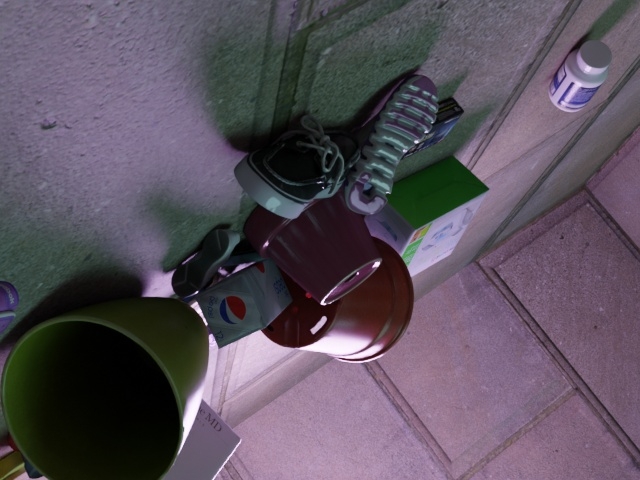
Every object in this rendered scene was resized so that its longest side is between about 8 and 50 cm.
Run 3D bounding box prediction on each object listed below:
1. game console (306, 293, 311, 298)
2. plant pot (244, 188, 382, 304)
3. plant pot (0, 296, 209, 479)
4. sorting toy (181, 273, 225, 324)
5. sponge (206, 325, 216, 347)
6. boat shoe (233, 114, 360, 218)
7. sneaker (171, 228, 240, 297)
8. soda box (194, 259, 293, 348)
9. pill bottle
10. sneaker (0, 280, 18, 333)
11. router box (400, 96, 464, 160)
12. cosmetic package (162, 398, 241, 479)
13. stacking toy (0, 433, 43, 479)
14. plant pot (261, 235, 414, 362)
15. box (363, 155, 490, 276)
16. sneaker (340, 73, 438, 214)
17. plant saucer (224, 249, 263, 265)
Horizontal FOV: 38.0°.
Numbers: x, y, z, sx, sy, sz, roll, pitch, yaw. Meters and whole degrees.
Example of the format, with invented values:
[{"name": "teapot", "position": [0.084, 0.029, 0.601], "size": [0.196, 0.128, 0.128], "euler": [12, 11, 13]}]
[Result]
[{"name": "game console", "position": [0.065, 0.092, 2.315], "size": [0.342, 0.060, 0.386], "euler": [-30, 165, -29]}, {"name": "plant pot", "position": [0.000, 0.000, 1.563], "size": [0.201, 0.180, 0.201], "euler": [-34, 167, -9]}, {"name": "plant pot", "position": [-0.283, 0.194, 1.410], "size": [0.275, 0.275, 0.293], "euler": [-42, -178, 21]}, {"name": "sorting toy", "position": [-0.249, 0.144, 1.739], "size": [0.208, 0.038, 0.193], "euler": [-42, 167, -1]}, {"name": "sponge", "position": [-0.183, 0.169, 1.991], "size": [0.210, 0.031, 0.117], "euler": [-31, 165, -25]}, {"name": "boat shoe", "position": [-0.016, -0.109, 1.305], "size": [0.105, 0.113, 0.306], "euler": [-49, 166, 20]}, {"name": "sneaker", "position": [-0.181, 0.038, 1.502], "size": [0.152, 0.054, 0.061], "euler": [-44, 168, 24]}, {"name": "soda box", "position": [-0.125, 0.099, 1.599], "size": [0.091, 0.098, 0.286], "euler": [-25, -179, 8]}, {"name": "pill bottle", "position": [0.559, -0.354, 1.990], "size": [0.094, 0.094, 0.169], "euler": [-33, 167, -16]}, {"name": "sneaker", "position": [-0.391, 0.066, 0.979], "size": [0.161, 0.102, 0.282], "euler": [-32, 177, -35]}, {"name": "router box", "position": [0.191, -0.201, 1.680], "size": [0.122, 0.038, 0.092], "euler": [-28, 163, -35]}, {"name": "cosmetic package", "position": [-0.376, 0.483, 1.807], "size": [0.161, 0.230, 0.453], "euler": [-37, -170, 40]}, {"name": "stacking toy", "position": [-0.543, 0.442, 1.774], "size": [0.309, 0.130, 0.279], "euler": [-37, 167, 1]}, {"name": "plant pot", "position": [0.011, 0.111, 1.850], "size": [0.272, 0.272, 0.265], "euler": [-42, 158, 19]}, {"name": "box", "position": [0.208, -0.035, 2.052], "size": [0.262, 0.127, 0.231], "euler": [-26, 153, -39]}, {"name": "sneaker", "position": [0.093, -0.162, 1.470], "size": [0.095, 0.104, 0.236], "euler": [26, 100, -35]}, {"name": "plant saucer", "position": [-0.117, 0.026, 1.647], "size": [0.067, 0.018, 0.192], "euler": [-6, -178, 28]}]
